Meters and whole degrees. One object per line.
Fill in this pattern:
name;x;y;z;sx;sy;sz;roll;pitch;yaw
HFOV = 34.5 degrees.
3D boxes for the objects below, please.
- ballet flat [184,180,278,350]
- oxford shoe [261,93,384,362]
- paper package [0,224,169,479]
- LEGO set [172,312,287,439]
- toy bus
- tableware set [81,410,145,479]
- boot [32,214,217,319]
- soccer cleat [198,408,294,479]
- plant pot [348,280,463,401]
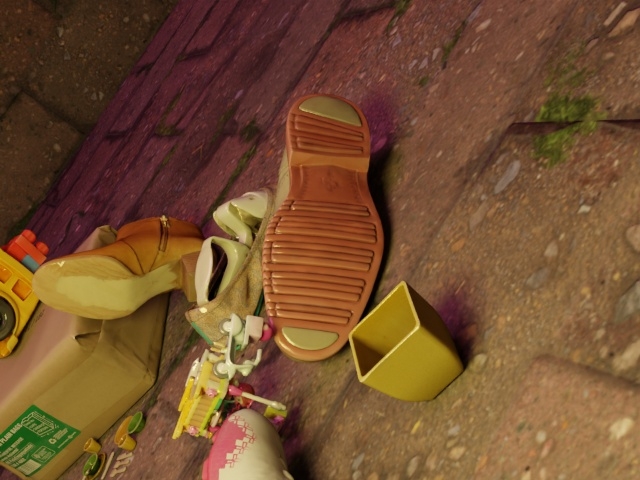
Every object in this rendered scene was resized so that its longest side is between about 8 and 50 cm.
ballet flat;-0.110;0.006;1.465;0.108;0.106;0.316;-30;33;44
oxford shoe;0.000;0.000;1.291;0.146;0.141;0.396;105;175;-51
paper package;-0.414;0.193;1.706;0.325;0.168;0.309;-42;26;23
LEGO set;-0.103;0.189;1.222;0.287;0.107;0.132;127;162;-66
toy bus;-0.558;0.055;1.696;0.149;0.220;0.211;-9;43;54
tableware set;-0.317;0.307;1.547;0.154;0.024;0.104;-26;35;48
boot;-0.310;0.031;1.623;0.211;0.295;0.104;-129;44;-59
soccer cleat;-0.040;0.286;0.979;0.143;0.116;0.331;-23;34;19
plant pot;0.088;0.106;0.984;0.081;0.083;0.081;-46;25;17
